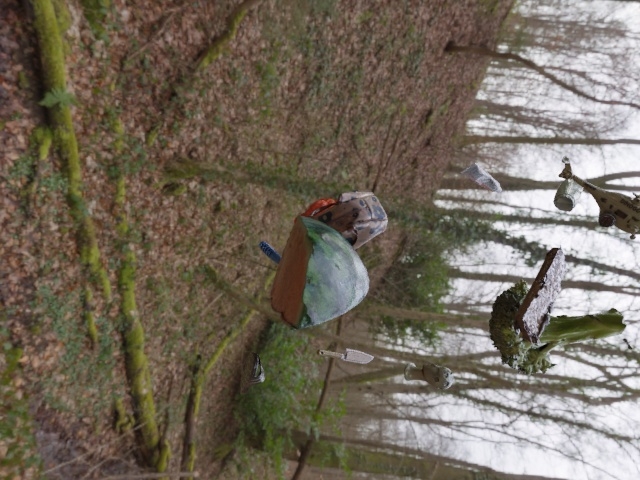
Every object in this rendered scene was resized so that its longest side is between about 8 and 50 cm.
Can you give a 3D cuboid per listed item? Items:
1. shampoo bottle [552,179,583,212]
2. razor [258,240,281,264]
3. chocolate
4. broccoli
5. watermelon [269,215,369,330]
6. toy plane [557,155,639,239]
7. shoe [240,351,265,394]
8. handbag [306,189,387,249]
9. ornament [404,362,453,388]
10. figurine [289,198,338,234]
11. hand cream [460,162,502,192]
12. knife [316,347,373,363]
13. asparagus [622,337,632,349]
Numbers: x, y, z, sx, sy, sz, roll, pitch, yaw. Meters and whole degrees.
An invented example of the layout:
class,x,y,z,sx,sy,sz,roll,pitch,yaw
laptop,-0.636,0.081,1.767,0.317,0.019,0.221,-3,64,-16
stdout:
class,x,y,z,sx,sy,sz,roll,pitch,yaw
shampoo bottle,0.789,-0.146,1.411,0.212,0.072,0.049,-35,153,-50
razor,-0.141,0.089,1.677,0.082,0.253,0.042,-40,159,-21
chocolate,0.589,0.138,1.186,0.329,0.065,0.103,-43,119,-38
broccoli,0.770,0.276,1.516,0.397,0.353,0.275,-36,-138,47
watermelon,-0.011,0.049,1.143,0.292,0.319,0.222,7,-66,63
toy plane,0.730,-0.110,1.139,0.092,0.286,0.108,-39,162,-47
shoe,-0.173,0.353,1.175,0.179,0.049,0.071,115,-24,-44
handbag,0.082,-0.065,1.585,0.193,0.251,0.190,-9,70,-51
ornament,0.363,0.446,1.477,0.074,0.156,0.081,-13,97,-46
figurine,0.003,0.011,2.069,0.306,0.241,0.412,5,-81,49
hand cream,0.574,-0.213,1.562,0.052,0.216,0.038,-55,-142,16
knife,0.099,0.430,1.668,0.022,0.256,0.046,3,-103,61
asparagus,1.028,0.344,1.485,0.114,0.015,0.014,-7,88,-63
